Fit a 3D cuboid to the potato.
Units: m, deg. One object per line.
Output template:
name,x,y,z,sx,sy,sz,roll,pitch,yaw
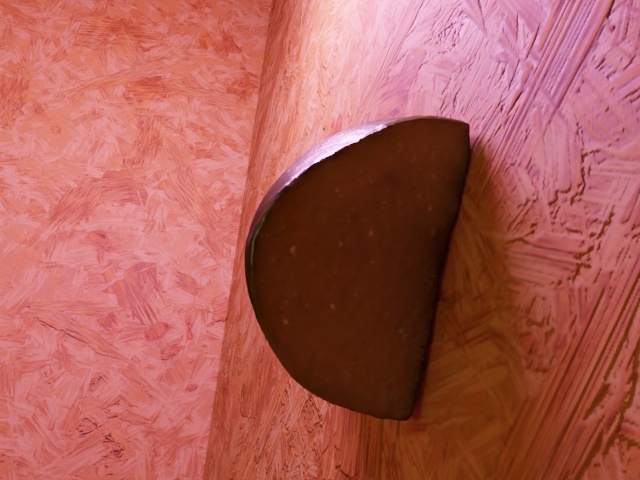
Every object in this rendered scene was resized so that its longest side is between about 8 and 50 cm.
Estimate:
potato,0.000,0.000,0.641,0.280,0.213,0.330,-176,100,-72
